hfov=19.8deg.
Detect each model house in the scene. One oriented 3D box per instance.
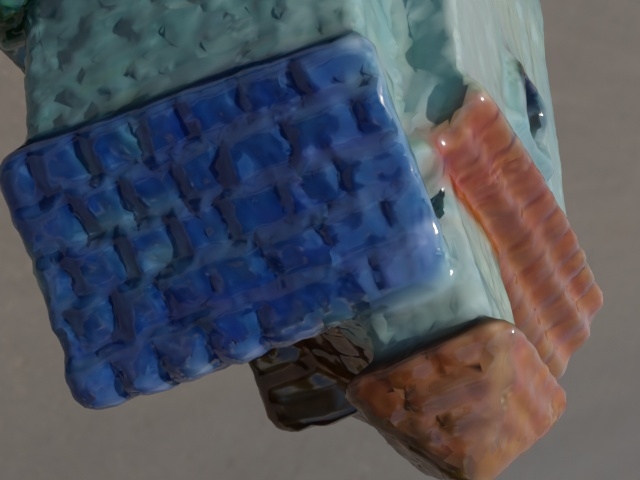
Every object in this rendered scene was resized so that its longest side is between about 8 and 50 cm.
[{"bbox_3d":[0.000,0.000,0.832,0.295,0.252,0.329,51,21,-54],"label":"model house"}]
